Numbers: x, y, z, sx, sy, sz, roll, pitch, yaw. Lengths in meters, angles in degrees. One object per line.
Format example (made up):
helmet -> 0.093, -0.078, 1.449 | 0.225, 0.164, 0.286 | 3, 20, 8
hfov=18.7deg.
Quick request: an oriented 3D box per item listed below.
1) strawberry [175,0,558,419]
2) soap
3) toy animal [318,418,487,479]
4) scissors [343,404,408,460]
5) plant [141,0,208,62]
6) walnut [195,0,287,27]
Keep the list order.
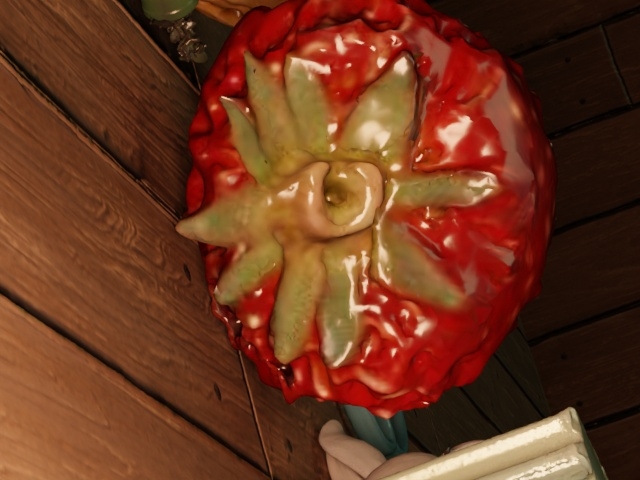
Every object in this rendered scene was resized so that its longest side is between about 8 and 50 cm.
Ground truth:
strawberry -> 0.069, -0.034, 1.493 | 0.345, 0.295, 0.318 | -6, 71, -59
soap -> 0.113, 0.207, 1.406 | 0.063, 0.198, 0.115 | -95, 162, -59
toy animal -> 0.057, 0.218, 1.559 | 0.104, 0.220, 0.131 | 45, 63, -22
scissors -> 0.000, 0.000, 1.890 | 0.192, 0.029, 0.447 | 36, 36, -73
plant -> -0.119, -0.187, 1.587 | 0.051, 0.051, 0.102 | -99, 173, -48
walnut -> -0.055, -0.271, 1.653 | 0.195, 0.221, 0.195 | -167, -90, -76
